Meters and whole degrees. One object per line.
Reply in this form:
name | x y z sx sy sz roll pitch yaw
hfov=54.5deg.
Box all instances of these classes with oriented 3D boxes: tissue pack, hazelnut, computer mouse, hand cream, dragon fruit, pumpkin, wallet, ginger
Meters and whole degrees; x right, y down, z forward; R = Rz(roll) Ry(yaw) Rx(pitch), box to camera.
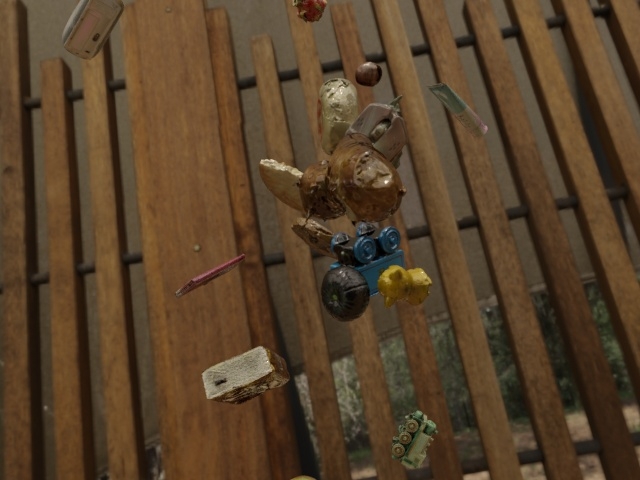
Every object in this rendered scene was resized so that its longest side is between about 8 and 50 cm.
tissue pack | -0.187 0.349 1.602 0.183 0.092 0.226 -22 -22 1
hazelnut | 0.152 -0.527 1.973 0.086 0.086 0.086 -9 -19 -3
computer mouse | 0.156 -0.289 1.875 0.115 0.199 0.389 -42 -8 -34
hand cream | 0.570 -0.546 2.567 0.312 0.070 0.111 40 -13 -28
dragon fruit | -0.037 -0.694 1.838 0.081 0.086 0.116 -9 -18 43
computer mouse | -0.582 -0.554 1.588 0.102 0.045 0.199 21 -57 -37
pumpkin | 0.090 0.190 2.221 0.140 0.202 0.202 -11 -13 -46
wallet | -0.345 0.110 1.968 0.119 0.025 0.232 -37 -5 41
ginger | 0.062 -0.120 1.427 0.176 0.418 0.254 40 -83 -19

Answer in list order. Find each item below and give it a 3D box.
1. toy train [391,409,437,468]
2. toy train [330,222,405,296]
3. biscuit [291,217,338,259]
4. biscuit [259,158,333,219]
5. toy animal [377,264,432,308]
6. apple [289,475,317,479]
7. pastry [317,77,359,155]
toy train | 0.325 0.687 2.152 0.125 0.194 0.081 27 11 3
toy train | 0.193 0.077 2.464 0.300 0.265 0.188 -20 20 -38
biscuit | -0.001 0.001 2.611 0.295 0.075 0.296 30 -14 8
biscuit | -0.051 -0.150 1.977 0.308 0.040 0.205 24 -27 10
toy animal | 0.315 0.169 2.268 0.229 0.156 0.156 2 -23 -37
apple | -0.082 0.959 2.091 0.319 0.277 0.319 -27 -21 -11
pastry | 0.060 -0.419 2.117 0.133 0.265 0.265 -2 -20 -9
